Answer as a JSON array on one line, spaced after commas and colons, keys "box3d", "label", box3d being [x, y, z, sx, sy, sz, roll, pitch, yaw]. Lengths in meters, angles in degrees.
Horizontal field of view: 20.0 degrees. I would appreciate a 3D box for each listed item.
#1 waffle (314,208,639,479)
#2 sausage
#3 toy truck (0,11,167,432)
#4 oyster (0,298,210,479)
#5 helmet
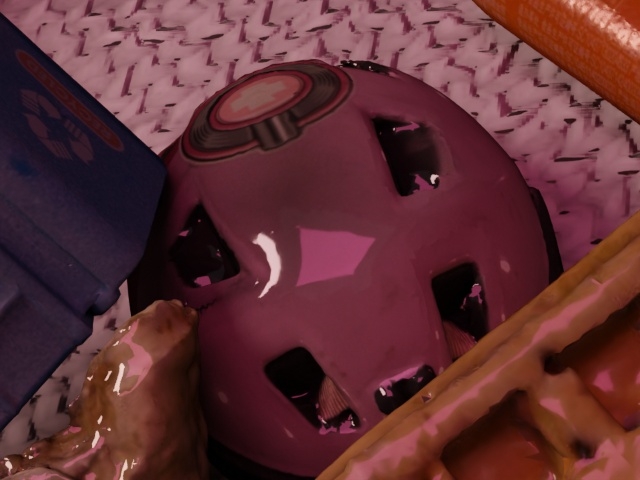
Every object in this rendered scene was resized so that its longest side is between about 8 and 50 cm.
[{"box3d": [0.138, 0.137, 0.639, 0.376, 0.114, 0.261, -38, 74, -12], "label": "waffle"}, {"box3d": [0.141, -0.111, 0.891, 0.071, 0.071, 0.234, -38, 52, -11], "label": "sausage"}, {"box3d": [-0.222, 0.067, 0.740, 0.367, 0.146, 0.175, -50, 15, -7], "label": "toy truck"}, {"box3d": [-0.128, 0.188, 0.712, 0.110, 0.166, 0.341, 29, 73, 7], "label": "oyster"}, {"box3d": [0.000, 0.000, 0.808, 0.198, 0.154, 0.253, -26, 55, -1], "label": "helmet"}]
